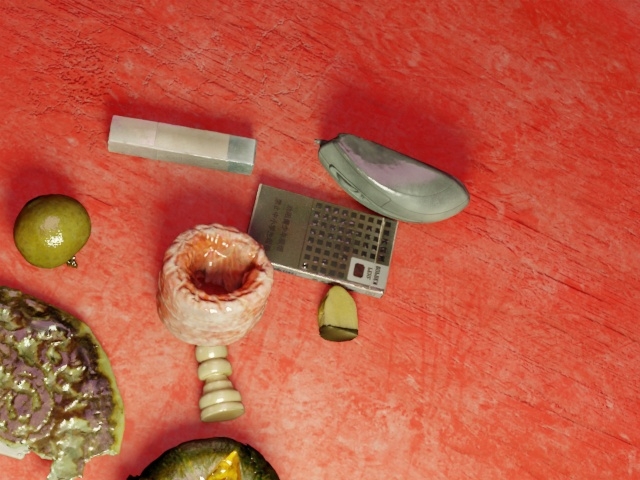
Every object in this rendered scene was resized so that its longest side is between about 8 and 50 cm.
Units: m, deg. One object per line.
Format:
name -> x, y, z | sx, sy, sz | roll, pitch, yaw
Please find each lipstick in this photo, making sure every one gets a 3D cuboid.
lipstick -> -0.302, -0.209, 2.043 | 0.318, 0.066, 0.068 | 9, 71, -9

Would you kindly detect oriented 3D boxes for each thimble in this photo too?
thimble -> -0.216, 0.090, 1.881 | 0.239, 0.162, 0.239 | 9, 48, -10

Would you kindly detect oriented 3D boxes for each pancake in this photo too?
pancake -> -0.555, 0.279, 1.811 | 0.427, 0.067, 0.304 | 32, 64, 1

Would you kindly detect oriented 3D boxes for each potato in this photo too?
potato -> 0.031, 0.156, 1.993 | 0.096, 0.066, 0.103 | 23, 56, -29

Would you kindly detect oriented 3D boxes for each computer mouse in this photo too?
computer mouse -> 0.146, -0.125, 2.050 | 0.371, 0.188, 0.121 | 24, 73, -2

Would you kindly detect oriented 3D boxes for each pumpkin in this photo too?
pumpkin -> -0.214, 0.527, 1.742 | 0.321, 0.192, 0.320 | 4, 68, -11

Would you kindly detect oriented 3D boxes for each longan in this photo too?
longan -> -0.541, -0.013, 1.895 | 0.155, 0.176, 0.145 | -27, 35, 2

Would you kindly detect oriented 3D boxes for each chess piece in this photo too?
chess piece -> -0.214, 0.279, 1.890 | 0.094, 0.094, 0.170 | -9, 65, -15

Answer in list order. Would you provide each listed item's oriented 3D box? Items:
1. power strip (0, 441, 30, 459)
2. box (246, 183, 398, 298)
power strip -> -0.645, 0.360, 1.791 | 0.192, 0.035, 0.081 | 18, 67, -6
box -> 0.000, 0.001, 2.046 | 0.325, 0.047, 0.180 | 15, 69, -7
